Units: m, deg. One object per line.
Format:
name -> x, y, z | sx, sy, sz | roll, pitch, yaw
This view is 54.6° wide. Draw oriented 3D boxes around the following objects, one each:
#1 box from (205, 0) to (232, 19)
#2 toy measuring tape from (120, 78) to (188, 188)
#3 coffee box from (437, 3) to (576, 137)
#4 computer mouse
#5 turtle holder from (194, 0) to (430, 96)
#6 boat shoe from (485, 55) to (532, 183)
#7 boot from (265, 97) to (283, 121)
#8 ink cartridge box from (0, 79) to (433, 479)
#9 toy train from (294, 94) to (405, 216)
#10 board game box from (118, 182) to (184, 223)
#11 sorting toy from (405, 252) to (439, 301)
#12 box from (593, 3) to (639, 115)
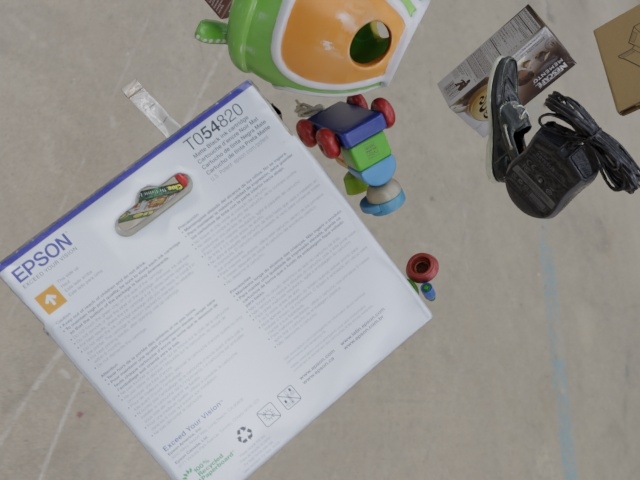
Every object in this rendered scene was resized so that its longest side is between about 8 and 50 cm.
box -> -0.314, -0.821, 1.693 | 0.381, 0.191, 0.143 | 49, 45, -2
toy measuring tape -> -0.254, -0.190, 1.096 | 0.330, 0.121, 0.121 | 47, 45, 13
coffee box -> 0.480, -0.434, 1.615 | 0.168, 0.297, 0.119 | 30, 33, -37
computer mouse -> 0.395, -0.121, 1.003 | 0.072, 0.272, 0.188 | -36, 81, -17
turtle holder -> 0.009, -0.294, 0.785 | 0.227, 0.320, 0.243 | 25, 96, 0
boat shoe -> 0.353, -0.222, 1.140 | 0.084, 0.079, 0.233 | -9, 99, -46
boot -> -0.133, -0.343, 2.054 | 0.248, 0.207, 0.090 | 40, 68, 18
ink cartridge box -> -0.068, 0.038, 0.452 | 0.223, 0.045, 0.224 | -38, 97, -9
toy train -> 0.035, -0.130, 0.899 | 0.105, 0.248, 0.143 | -30, 115, -9
board game box -> -0.425, -0.096, 1.566 | 0.259, 0.136, 0.030 | -18, 81, -32
sorting toy -> 0.139, 0.068, 0.897 | 0.102, 0.061, 0.042 | -52, 145, -12
box -> 0.559, -0.323, 1.037 | 0.021, 0.164, 0.201 | 29, 49, -37
